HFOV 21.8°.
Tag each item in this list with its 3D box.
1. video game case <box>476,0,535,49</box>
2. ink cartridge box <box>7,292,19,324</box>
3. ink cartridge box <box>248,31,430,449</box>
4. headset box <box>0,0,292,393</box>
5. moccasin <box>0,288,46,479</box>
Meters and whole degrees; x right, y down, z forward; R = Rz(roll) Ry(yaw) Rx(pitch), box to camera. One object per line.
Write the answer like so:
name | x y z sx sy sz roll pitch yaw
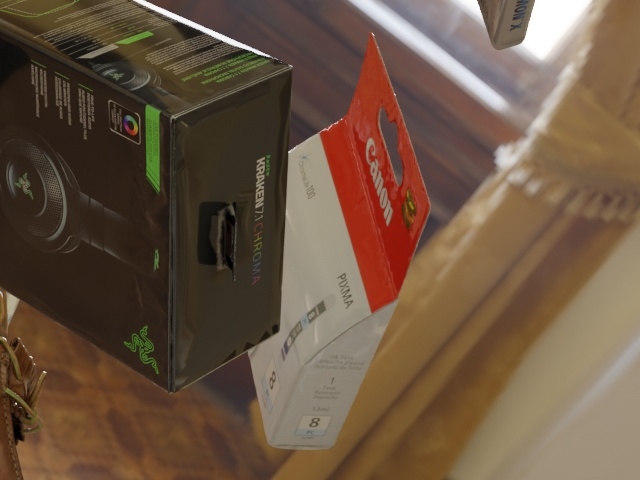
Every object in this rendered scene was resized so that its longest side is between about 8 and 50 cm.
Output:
video game case | 0.135 -0.375 1.489 0.300 0.036 0.329 88 -14 -74
ink cartridge box | -0.447 0.085 2.173 0.088 0.122 0.052 16 -9 42
ink cartridge box | 0.000 0.000 1.888 0.091 0.385 0.308 4 42 -18
headset box | -0.155 -0.049 1.312 0.283 0.246 0.131 28 39 33
moccasin | -0.380 0.161 1.896 0.147 0.139 0.380 5 42 -31
